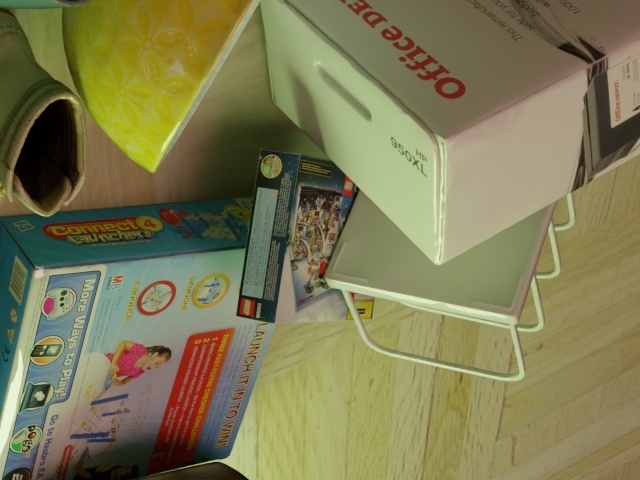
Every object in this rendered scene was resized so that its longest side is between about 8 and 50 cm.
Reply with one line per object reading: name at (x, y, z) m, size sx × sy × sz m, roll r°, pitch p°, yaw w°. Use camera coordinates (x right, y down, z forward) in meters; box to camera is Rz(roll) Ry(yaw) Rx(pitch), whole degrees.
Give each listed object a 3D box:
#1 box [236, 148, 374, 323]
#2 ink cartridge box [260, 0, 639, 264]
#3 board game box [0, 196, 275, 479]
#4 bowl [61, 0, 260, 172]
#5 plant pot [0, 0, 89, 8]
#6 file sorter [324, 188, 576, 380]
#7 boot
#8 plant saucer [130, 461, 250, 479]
box at (0.000, 0.000, 1.266) m, size 0.233 × 0.044 × 0.159 m, roll 6°, pitch 92°, yaw -65°
ink cartridge box at (0.181, -0.193, 1.192) m, size 0.395 × 0.285 × 0.166 m, roll -28°, pitch 141°, yaw -20°
board game box at (-0.199, 0.112, 1.294) m, size 0.302 × 0.086 × 0.308 m, roll -6°, pitch 128°, yaw -39°
bowl at (-0.122, -0.214, 0.986) m, size 0.156 × 0.289 × 0.289 m, roll 30°, pitch 106°, yaw -7°
plant pot at (-0.263, -0.277, 0.772) m, size 0.196 × 0.290 × 0.290 m, roll -5°, pitch 139°, yaw 10°
file sorter at (0.156, -0.015, 1.318) m, size 0.173 × 0.193 × 0.277 m, roll 67°, pitch 39°, yaw -53°
boot at (-0.258, -0.059, 1.020) m, size 0.077 × 0.165 × 0.213 m, roll -2°, pitch 124°, yaw -40°
plant saucer at (-0.219, 0.287, 1.354) m, size 0.311 × 0.050 × 0.310 m, roll -14°, pitch 171°, yaw -2°
